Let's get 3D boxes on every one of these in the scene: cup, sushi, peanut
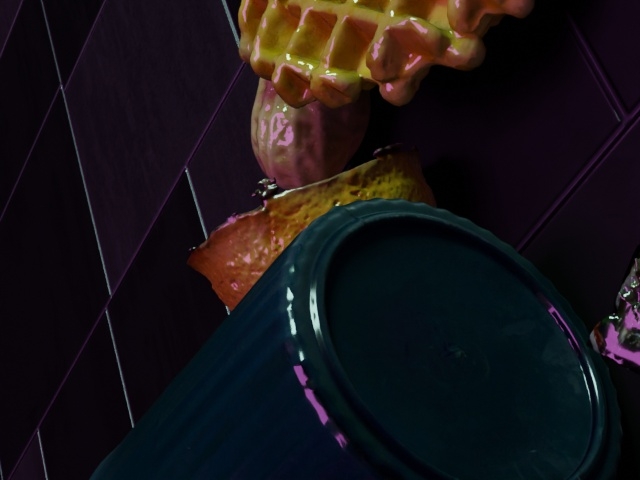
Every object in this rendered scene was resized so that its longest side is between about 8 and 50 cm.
[{"bbox_3d":[0.019,0.168,0.802,0.292,0.242,0.308,-52,41,39],"label":"cup"},{"bbox_3d":[0.200,0.039,0.700,0.084,0.056,0.083,36,109,56],"label":"sushi"},{"bbox_3d":[0.001,-0.130,1.019,0.083,0.093,0.194,-9,66,60],"label":"peanut"}]

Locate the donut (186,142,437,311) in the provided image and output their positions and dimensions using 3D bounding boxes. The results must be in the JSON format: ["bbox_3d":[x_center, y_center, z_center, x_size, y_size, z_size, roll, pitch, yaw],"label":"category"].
[{"bbox_3d":[0.007,-0.005,0.915,0.146,0.181,0.078,-37,75,52],"label":"donut"}]

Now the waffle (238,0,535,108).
[{"bbox_3d":[0.050,-0.215,0.900,0.309,0.065,0.283,-28,49,30],"label":"waffle"}]
